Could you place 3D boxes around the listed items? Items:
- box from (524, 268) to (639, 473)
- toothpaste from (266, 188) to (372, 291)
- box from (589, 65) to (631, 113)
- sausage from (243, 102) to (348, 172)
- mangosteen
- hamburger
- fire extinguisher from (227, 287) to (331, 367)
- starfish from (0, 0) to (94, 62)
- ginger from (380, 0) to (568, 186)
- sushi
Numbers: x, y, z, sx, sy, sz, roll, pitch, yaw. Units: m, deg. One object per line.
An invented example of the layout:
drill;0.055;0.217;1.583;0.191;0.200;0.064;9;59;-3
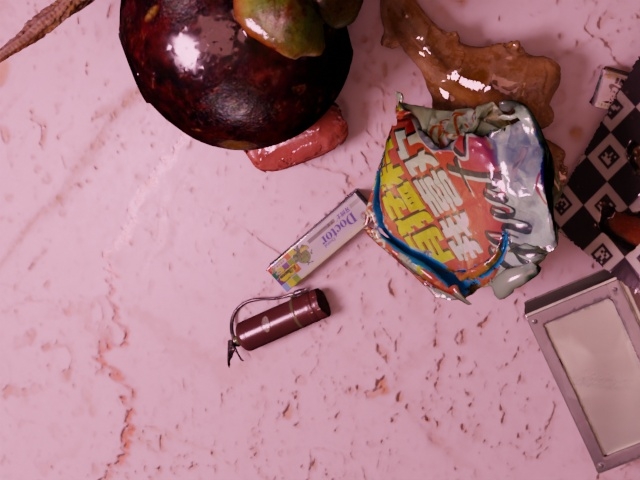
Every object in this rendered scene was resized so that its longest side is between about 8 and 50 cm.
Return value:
box;0.364;0.162;1.316;0.129;0.086;0.225;-25;93;13
toothpaste;0.000;0.000;1.379;0.164;0.034;0.046;-40;94;14
box;0.438;-0.162;1.270;0.207;0.041;0.050;17;107;7
sausage;-0.032;-0.134;1.342;0.141;0.076;0.076;-20;95;11
mangosteen;-0.089;-0.257;1.215;0.311;0.311;0.311;2;100;10
hamburger;0.193;-0.051;1.259;0.276;0.150;0.260;12;109;44
fire extinguisher;-0.067;0.107;1.407;0.157;0.045;0.078;-25;66;14
starfish;-0.257;-0.383;1.251;0.398;0.384;0.132;-23;114;27
ginger;0.196;-0.200;1.292;0.333;0.081;0.148;39;126;4
sushi;0.411;-0.084;1.234;0.192;0.043;0.279;43;117;35
